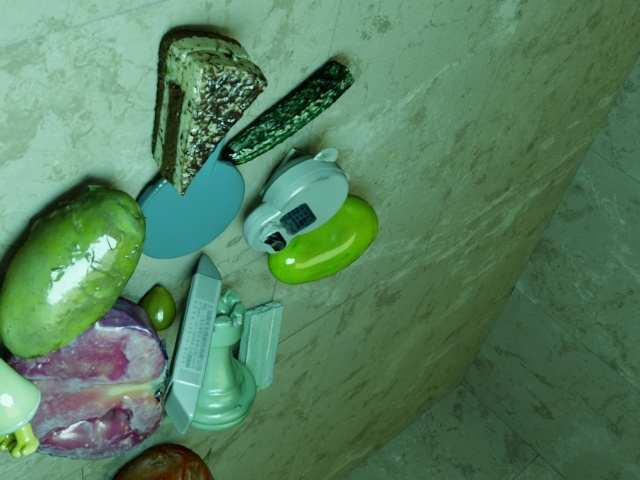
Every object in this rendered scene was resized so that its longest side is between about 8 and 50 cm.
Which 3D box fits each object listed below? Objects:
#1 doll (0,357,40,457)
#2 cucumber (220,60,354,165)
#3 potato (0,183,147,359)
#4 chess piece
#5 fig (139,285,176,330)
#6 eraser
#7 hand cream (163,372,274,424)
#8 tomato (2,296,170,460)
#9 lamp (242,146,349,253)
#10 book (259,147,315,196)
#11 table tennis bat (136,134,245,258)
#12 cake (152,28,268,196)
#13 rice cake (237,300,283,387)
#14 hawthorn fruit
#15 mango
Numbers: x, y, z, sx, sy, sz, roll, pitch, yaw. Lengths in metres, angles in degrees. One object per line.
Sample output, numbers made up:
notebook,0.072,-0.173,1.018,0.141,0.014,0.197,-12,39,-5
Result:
doll,-0.515,0.197,1.248,0.117,0.141,0.296,-52,129,-33
cucumber,-0.063,-0.217,1.517,0.293,0.067,0.067,-40,155,-13
potato,-0.382,0.047,1.290,0.298,0.141,0.176,-50,133,-2
chess piece,-0.229,0.247,1.819,0.194,0.194,0.299,-28,140,-37
fig,-0.311,0.128,1.620,0.074,0.074,0.088,-2,103,-58
eraser,-0.236,0.182,1.566,0.089,0.061,0.352,121,-18,-49
hand cream,-0.245,0.366,2.053,0.306,0.093,0.147,-21,161,-43
tomato,-0.412,0.212,1.462,0.289,0.176,0.335,-4,129,-16
lamp,-0.054,-0.079,1.652,0.246,0.108,0.179,-40,150,-4
book,-0.046,-0.128,1.737,0.118,0.012,0.172,-53,155,15
table tennis bat,-0.217,-0.080,1.452,0.215,0.044,0.329,-14,147,-33
cake,-0.208,-0.194,1.260,0.135,0.112,0.246,14,125,-50
rice cake,-0.149,0.257,2.016,0.124,0.038,0.211,-15,117,-48
hawthorn fruit,-0.377,0.621,2.048,0.261,0.258,0.258,-13,148,-7
mango,0.002,0.002,1.848,0.273,0.149,0.185,-34,160,-14
